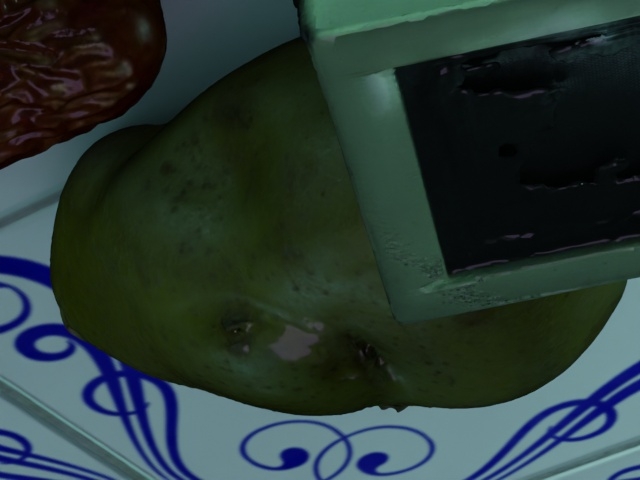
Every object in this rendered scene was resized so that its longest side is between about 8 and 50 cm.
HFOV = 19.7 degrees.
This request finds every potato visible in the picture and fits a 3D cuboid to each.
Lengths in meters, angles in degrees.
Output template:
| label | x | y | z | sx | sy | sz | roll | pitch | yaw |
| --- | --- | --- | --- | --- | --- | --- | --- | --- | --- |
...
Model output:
| label | x | y | z | sx | sy | sz | roll | pitch | yaw |
| --- | --- | --- | --- | --- | --- | --- | --- | --- | --- |
| potato | -0.001 | -0.004 | 0.994 | 0.351 | 0.203 | 0.218 | -17 | 156 | 35 |

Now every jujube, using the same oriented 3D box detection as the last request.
| label | x | y | z | sx | sy | sz | roll | pitch | yaw |
| --- | --- | --- | --- | --- | --- | --- | --- | --- | --- |
| jujube | -0.164 | -0.093 | 0.924 | 0.176 | 0.109 | 0.112 | -20 | 178 | 5 |

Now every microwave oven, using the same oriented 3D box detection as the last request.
| label | x | y | z | sx | sy | sz | roll | pitch | yaw |
| --- | --- | --- | --- | --- | --- | --- | --- | --- | --- |
| microwave oven | 0.172 | -0.143 | 0.747 | 0.355 | 0.286 | 0.218 | -12 | 144 | 6 |
